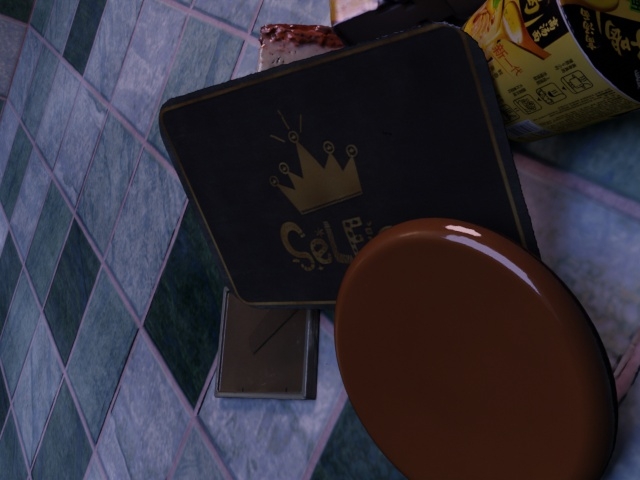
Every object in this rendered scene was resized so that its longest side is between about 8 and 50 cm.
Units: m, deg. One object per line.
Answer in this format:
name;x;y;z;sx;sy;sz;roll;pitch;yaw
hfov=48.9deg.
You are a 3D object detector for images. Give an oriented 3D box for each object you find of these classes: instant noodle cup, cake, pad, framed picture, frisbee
instant noodle cup;0.179;-0.146;0.515;0.122;0.151;0.152;-26;60;54
cake;-0.045;-0.129;0.787;0.262;0.159;0.158;-5;78;54
pad;0.001;0.001;0.634;0.375;0.063;0.315;-5;115;41
framed picture;-0.069;0.119;0.863;0.203;0.015;0.150;-16;67;50
frisbee;0.103;0.105;0.548;0.250;0.021;0.251;19;118;40

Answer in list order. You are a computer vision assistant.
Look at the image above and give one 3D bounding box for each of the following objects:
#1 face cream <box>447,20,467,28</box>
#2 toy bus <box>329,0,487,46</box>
face cream;0.114;-0.236;0.685;0.137;0.084;0.342;-27;65;34
toy bus;0.136;-0.245;0.580;0.273;0.090;0.112;-17;65;28
